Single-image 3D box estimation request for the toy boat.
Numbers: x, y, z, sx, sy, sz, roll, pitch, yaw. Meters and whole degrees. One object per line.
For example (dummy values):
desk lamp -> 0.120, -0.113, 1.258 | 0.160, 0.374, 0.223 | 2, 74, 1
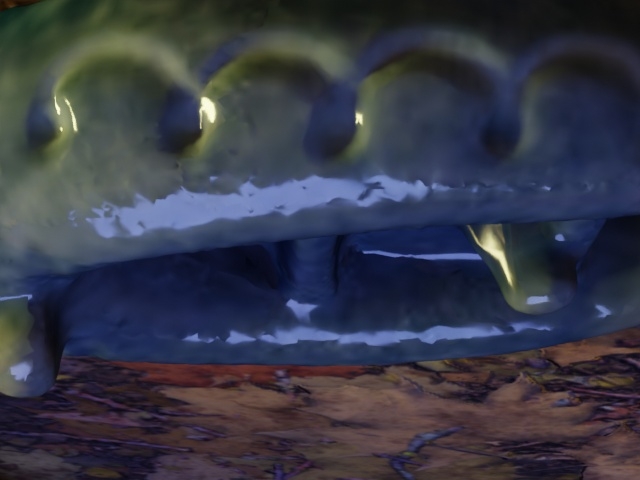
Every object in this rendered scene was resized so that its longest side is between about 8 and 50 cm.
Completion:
toy boat -> 0.000, 0.000, 0.592 | 0.330, 0.123, 0.215 | 3, 159, -3
